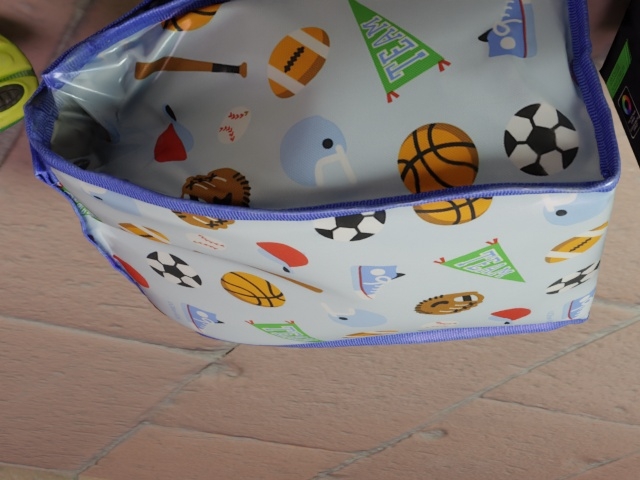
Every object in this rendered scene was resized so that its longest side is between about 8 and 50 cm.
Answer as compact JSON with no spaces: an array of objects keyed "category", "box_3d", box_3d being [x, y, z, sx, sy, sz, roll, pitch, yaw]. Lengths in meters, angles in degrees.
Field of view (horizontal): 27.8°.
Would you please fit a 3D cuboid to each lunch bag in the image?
[{"category":"lunch bag","box_3d":[0.007,-0.055,0.976,0.385,0.239,0.328,-9,157,6]}]

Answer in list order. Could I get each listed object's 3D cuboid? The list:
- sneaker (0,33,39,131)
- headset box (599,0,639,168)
[{"category":"sneaker","box_3d":[-0.347,-0.107,1.067,0.295,0.109,0.123,-13,175,25]},{"category":"headset box","box_3d":[0.307,-0.086,0.844,0.131,0.283,0.246,-13,158,-7]}]
